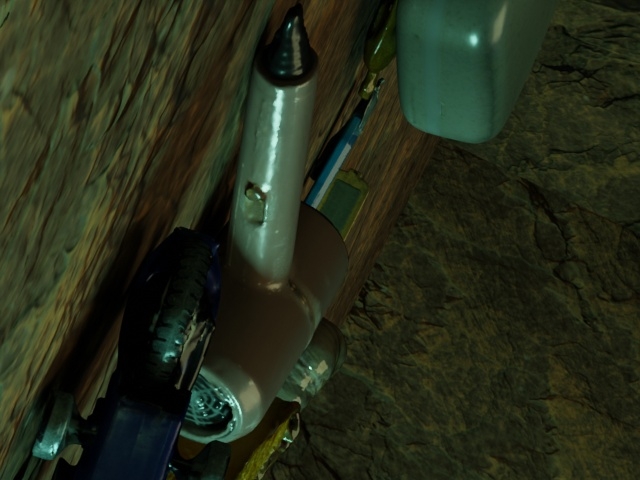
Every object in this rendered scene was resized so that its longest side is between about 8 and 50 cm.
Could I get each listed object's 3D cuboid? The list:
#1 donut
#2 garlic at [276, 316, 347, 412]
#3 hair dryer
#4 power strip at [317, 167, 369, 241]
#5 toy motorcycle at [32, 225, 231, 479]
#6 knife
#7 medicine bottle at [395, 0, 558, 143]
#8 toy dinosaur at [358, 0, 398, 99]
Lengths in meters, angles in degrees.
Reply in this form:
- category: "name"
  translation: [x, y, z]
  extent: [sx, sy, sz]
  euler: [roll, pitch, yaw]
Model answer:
- category: "donut"
  translation: [-0.114, 0.247, 1.725]
  extent: [0.259, 0.101, 0.152]
  euler: [-57, 170, -8]
- category: "garlic"
  translation: [-0.041, 0.143, 2.055]
  extent: [0.159, 0.102, 0.147]
  euler: [-44, 176, -42]
- category: "hair dryer"
  translation: [-0.047, -0.024, 1.265]
  extent: [0.344, 0.107, 0.189]
  euler: [98, 18, -45]
- category: "power strip"
  translation: [0.000, 0.000, 2.023]
  extent: [0.178, 0.049, 0.028]
  euler: [-63, -179, -9]
- category: "toy motorcycle"
  translation: [-0.125, 0.141, 1.113]
  extent: [0.169, 0.113, 0.315]
  euler: [156, -47, -81]
- category: "knife"
  translation: [-0.013, -0.039, 1.817]
  extent: [0.296, 0.026, 0.044]
  euler: [-60, -171, -9]
- category: "medicine bottle"
  translation: [0.178, -0.292, 1.707]
  extent: [0.282, 0.123, 0.375]
  euler: [79, 31, -62]
- category: "toy dinosaur"
  translation: [0.060, -0.193, 1.729]
  extent: [0.126, 0.039, 0.162]
  euler: [-63, 174, 9]
